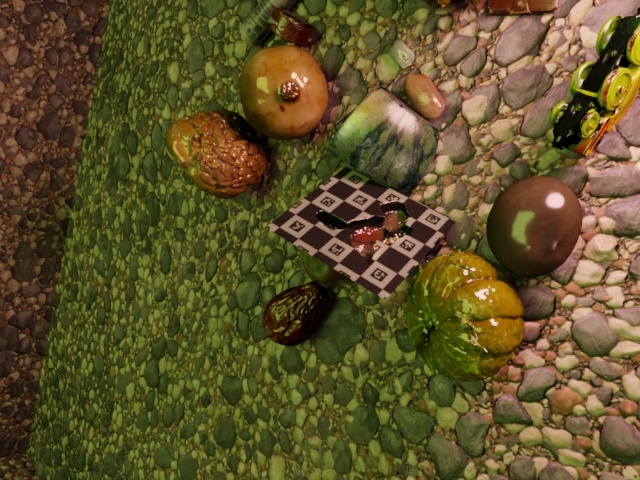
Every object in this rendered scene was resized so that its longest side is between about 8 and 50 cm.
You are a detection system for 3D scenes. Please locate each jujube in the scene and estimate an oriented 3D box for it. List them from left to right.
[{"bbox_3d":[-0.068,0.215,1.616,0.236,0.168,0.168,-45,58,24],"label":"jujube"}]

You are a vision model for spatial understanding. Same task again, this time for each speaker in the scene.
[{"bbox_3d":[0.125,-0.375,1.577,0.191,0.046,0.040,-34,63,34],"label":"speaker"}]

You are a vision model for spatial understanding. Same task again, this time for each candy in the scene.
[{"bbox_3d":[0.000,0.000,1.543,0.260,0.117,0.260,52,153,41],"label":"candy"}]

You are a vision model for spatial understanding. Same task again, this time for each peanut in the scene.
[{"bbox_3d":[0.275,-0.385,1.425,0.076,0.076,0.152,-43,65,30],"label":"peanut"}]

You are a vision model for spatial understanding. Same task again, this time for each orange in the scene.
[{"bbox_3d":[0.327,0.179,1.220,0.301,0.223,0.300,115,147,-44],"label":"orange"}]

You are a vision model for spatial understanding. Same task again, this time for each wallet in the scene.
[{"bbox_3d":[0.491,-0.592,1.287,0.176,0.026,0.095,19,101,42],"label":"wallet"}]

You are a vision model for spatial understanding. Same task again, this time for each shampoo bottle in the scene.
[{"bbox_3d":[-0.156,-0.810,1.841,0.303,0.092,0.092,-39,62,32],"label":"shampoo bottle"}]

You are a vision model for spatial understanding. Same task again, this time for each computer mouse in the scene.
[{"bbox_3d":[0.226,-0.530,1.512,0.056,0.032,0.110,-49,57,28],"label":"computer mouse"}]

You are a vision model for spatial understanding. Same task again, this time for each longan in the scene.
[{"bbox_3d":[0.454,-0.029,1.150,0.196,0.196,0.220,19,97,41],"label":"longan"}]

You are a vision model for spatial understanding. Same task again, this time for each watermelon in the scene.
[{"bbox_3d":[0.184,-0.276,1.473,0.261,0.201,0.213,33,113,-7],"label":"watermelon"}]

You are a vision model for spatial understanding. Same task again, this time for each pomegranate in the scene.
[{"bbox_3d":[-0.120,-0.451,1.661,0.307,0.307,0.308,-5,82,41],"label":"pomegranate"}]

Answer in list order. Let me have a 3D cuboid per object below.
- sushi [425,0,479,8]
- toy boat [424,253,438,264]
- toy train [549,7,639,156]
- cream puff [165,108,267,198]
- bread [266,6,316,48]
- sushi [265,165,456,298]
[{"bbox_3d":[0.345,-0.731,1.277,0.328,0.285,0.328,3,85,26],"label":"sushi"},{"bbox_3d":[0.289,0.109,1.376,0.055,0.060,0.141,17,104,41],"label":"toy boat"},{"bbox_3d":[0.584,-0.309,1.090,0.100,0.160,0.296,44,112,45],"label":"toy train"},{"bbox_3d":[-0.328,-0.309,1.783,0.231,0.343,0.327,-38,36,21],"label":"cream puff"},{"bbox_3d":[-0.094,-0.687,1.735,0.160,0.160,0.073,47,120,34],"label":"bread"},{"bbox_3d":[0.106,-0.021,1.371,0.359,0.343,0.064,31,141,24],"label":"sushi"}]
